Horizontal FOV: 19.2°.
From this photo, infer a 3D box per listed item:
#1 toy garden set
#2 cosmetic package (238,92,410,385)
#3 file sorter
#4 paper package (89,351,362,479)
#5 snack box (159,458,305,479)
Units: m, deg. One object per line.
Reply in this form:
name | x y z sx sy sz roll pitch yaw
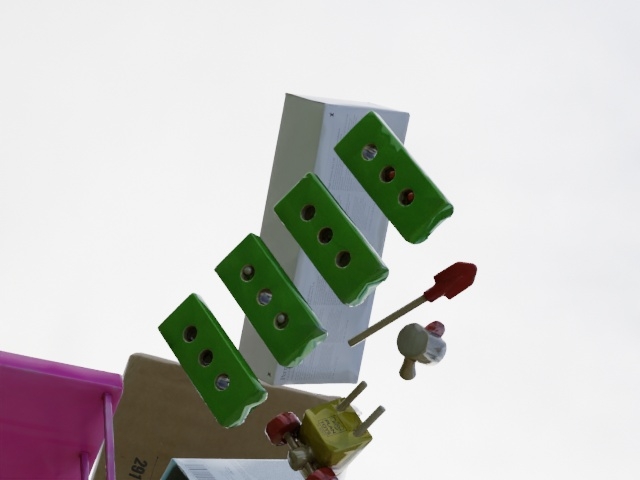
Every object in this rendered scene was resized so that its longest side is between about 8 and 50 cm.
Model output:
toy garden set | 0.017 0.058 1.432 0.049 0.244 0.204 28 21 -54
cosmetic package | 0.000 0.000 1.591 0.060 0.099 0.239 20 -78 45
file sorter | -0.294 0.252 1.517 0.202 0.182 0.290 13 -56 -17
paper package | -0.138 0.331 2.421 0.309 0.325 0.168 12 -12 11
snack box | -0.018 0.349 1.984 0.322 0.187 0.060 46 -62 40
